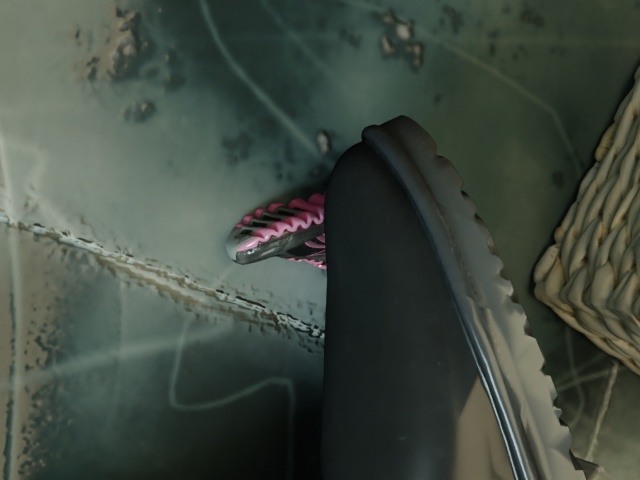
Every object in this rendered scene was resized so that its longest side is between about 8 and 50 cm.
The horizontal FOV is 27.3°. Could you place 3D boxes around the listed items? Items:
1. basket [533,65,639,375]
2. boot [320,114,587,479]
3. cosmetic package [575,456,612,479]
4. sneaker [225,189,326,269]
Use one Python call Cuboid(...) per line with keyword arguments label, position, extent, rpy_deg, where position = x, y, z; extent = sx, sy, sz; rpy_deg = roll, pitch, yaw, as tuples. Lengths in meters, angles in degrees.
Cuboid(label="basket", position=(0.380, -0.011, 0.862), extent=(0.331, 0.266, 0.328), rpy_deg=(32, 80, -23))
Cuboid(label="boot", position=(-0.085, 0.171, 0.708), extent=(0.445, 0.146, 0.367), rpy_deg=(-21, 82, -2))
Cuboid(label="cosmetic package", position=(0.110, 0.258, 0.843), extent=(0.238, 0.107, 0.127), rpy_deg=(-47, 109, -17))
Cuboid(label="sneaker", position=(0.000, 0.000, 0.809), extent=(0.119, 0.047, 0.057), rpy_deg=(-19, 113, -22))
